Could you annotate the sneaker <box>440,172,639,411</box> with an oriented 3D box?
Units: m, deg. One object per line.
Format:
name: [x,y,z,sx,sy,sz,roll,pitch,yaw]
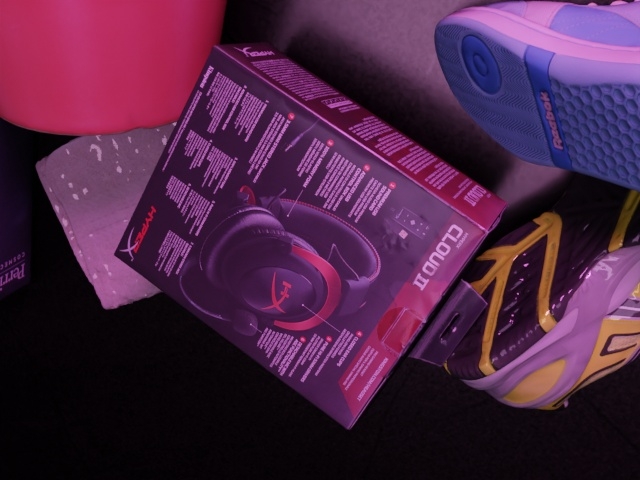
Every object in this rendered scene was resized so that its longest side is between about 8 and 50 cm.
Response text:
sneaker: [0.277,0.004,0.697,0.384,0.145,0.147,-40,125,22]

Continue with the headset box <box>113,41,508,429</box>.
headset box: [0.000,0.000,0.704,0.293,0.110,0.218,35,114,10]

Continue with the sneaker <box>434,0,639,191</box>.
sneaker: [0.248,-0.146,0.621,0.208,0.319,0.127,-35,128,-14]

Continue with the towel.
towel: [-0.141,-0.046,0.831,0.282,0.049,0.187,-16,105,20]

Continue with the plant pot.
plant pot: [-0.190,-0.234,0.675,0.274,0.275,0.243,9,121,13]

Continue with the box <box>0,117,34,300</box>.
box: [-0.440,-0.105,0.762,0.211,0.293,0.396,14,113,12]
